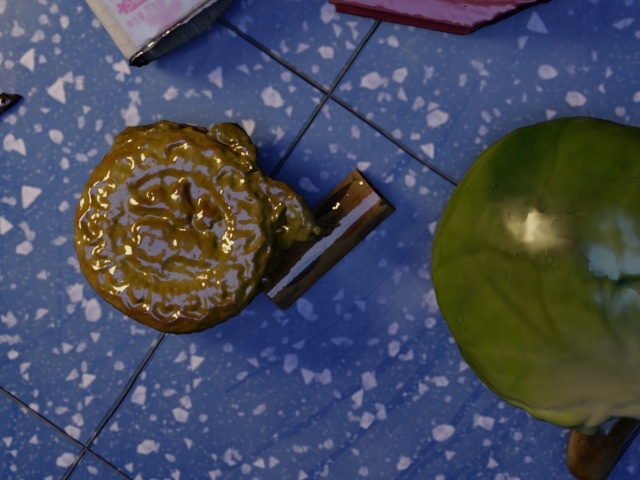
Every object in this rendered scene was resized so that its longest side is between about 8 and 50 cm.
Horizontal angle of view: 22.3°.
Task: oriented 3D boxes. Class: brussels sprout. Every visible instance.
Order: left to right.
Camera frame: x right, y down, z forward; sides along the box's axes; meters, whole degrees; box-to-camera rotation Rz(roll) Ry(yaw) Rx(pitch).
[{"bbox_3d":[0.282,0.030,1.673,0.344,0.268,0.344,9,111,25],"label":"brussels sprout"}]

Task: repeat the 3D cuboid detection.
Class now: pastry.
[{"bbox_3d":[-0.150,-0.020,1.774,0.235,0.132,0.240,-42,85,-2],"label":"pastry"}]

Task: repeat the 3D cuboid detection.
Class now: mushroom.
[{"bbox_3d":[0.328,0.178,1.771,0.072,0.094,0.209,32,103,-1],"label":"mushroom"}]

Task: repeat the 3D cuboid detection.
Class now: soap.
[{"bbox_3d":[0.145,-0.306,1.734,0.250,0.099,0.162,10,90,5],"label":"soap"}]

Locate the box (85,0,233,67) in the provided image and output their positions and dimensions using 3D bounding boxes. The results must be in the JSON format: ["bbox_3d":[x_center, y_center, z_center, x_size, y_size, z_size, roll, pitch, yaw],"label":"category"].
[{"bbox_3d":[-0.228,-0.382,1.754,0.190,0.112,0.369,-36,91,10],"label":"box"}]

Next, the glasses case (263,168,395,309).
[{"bbox_3d":[0.000,0.000,1.808,0.170,0.041,0.064,-42,90,9],"label":"glasses case"}]

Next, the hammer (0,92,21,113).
[{"bbox_3d":[-0.420,-0.122,1.848,0.178,0.021,0.065,-33,91,8],"label":"hammer"}]
